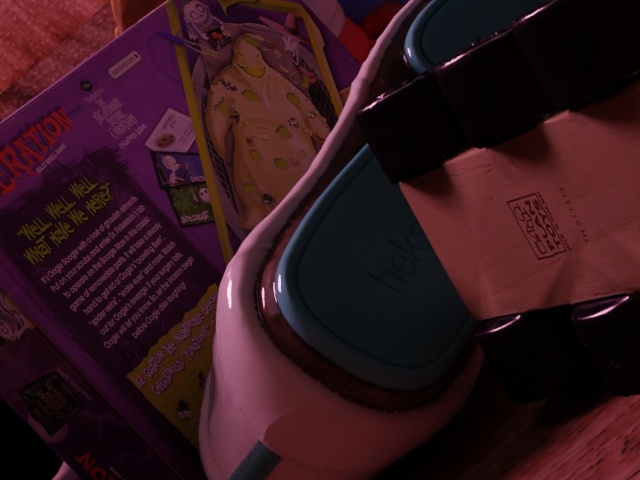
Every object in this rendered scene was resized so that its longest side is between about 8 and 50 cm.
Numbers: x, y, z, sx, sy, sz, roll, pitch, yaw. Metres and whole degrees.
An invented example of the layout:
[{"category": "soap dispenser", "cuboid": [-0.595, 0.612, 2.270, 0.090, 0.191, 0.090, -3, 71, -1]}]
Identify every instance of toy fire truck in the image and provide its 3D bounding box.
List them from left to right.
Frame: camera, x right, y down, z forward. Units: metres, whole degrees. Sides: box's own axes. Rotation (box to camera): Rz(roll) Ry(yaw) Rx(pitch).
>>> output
[{"category": "toy fire truck", "cuboid": [0.151, -0.077, 0.619, 0.246, 0.158, 0.217, -30, 2, -18]}]

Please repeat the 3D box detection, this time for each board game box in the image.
[{"category": "board game box", "cuboid": [-0.044, -0.006, 0.909, 0.056, 0.208, 0.347, -36, 7, 33]}]

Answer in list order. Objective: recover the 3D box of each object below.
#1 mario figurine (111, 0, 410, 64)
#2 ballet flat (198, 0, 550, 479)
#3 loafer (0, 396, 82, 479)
[{"category": "mario figurine", "cuboid": [0.044, -0.169, 1.152, 0.170, 0.321, 0.198, 82, -163, -63]}, {"category": "ballet flat", "cuboid": [0.054, -0.015, 0.845, 0.139, 0.139, 0.400, -35, 9, 39]}, {"category": "loafer", "cuboid": [-0.151, 0.095, 0.874, 0.112, 0.111, 0.319, -8, 22, -15]}]
